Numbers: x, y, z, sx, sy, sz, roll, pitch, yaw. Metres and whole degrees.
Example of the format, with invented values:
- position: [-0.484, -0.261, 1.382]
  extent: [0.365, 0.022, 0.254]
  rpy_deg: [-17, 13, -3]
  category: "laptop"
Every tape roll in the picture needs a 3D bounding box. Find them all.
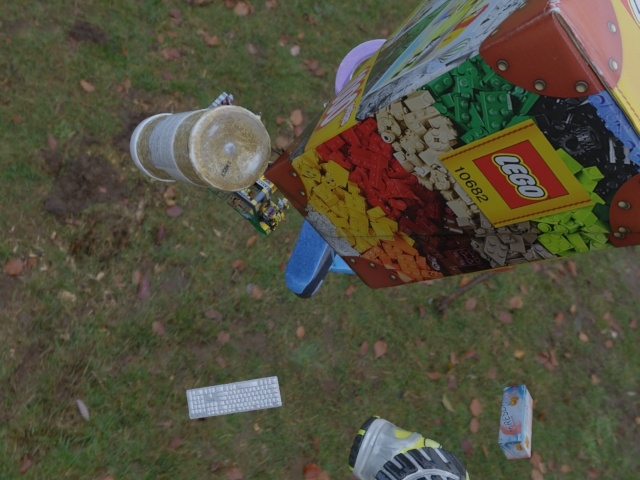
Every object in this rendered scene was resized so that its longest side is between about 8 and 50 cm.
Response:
- position: [0.126, -0.336, 1.302]
  extent: [0.189, 0.189, 0.080]
  rpy_deg: [36, 13, -6]
  category: "tape roll"

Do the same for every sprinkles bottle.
- position: [-0.206, -0.147, 0.957]
  extent: [0.121, 0.355, 0.121]
  rpy_deg: [-5, 100, -29]
  category: "sprinkles bottle"

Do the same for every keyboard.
- position: [-0.218, 0.390, 1.488]
  extent: [0.014, 0.256, 0.072]
  rpy_deg: [-3, 81, -72]
  category: "keyboard"

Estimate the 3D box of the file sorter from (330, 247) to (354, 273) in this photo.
- position: [0.109, -0.011, 1.082]
  extent: [0.171, 0.104, 0.118]
  rpy_deg: [5, 41, 20]
  category: "file sorter"

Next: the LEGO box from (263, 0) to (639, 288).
- position: [0.226, -0.204, 0.630]
  extent: [0.193, 0.373, 0.500]
  rpy_deg: [47, 59, -16]
  category: "LEGO box"

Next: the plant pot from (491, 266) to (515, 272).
- position: [0.486, -0.031, 1.537]
  extent: [0.191, 0.174, 0.191]
  rpy_deg: [12, 62, -23]
  category: "plant pot"

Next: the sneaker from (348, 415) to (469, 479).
- position: [0.198, 0.444, 1.096]
  extent: [0.385, 0.147, 0.145]
  rpy_deg: [39, 71, -46]
  category: "sneaker"

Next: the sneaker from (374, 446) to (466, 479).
- position: [0.079, 0.318, 0.700]
  extent: [0.209, 0.094, 0.081]
  rpy_deg: [-29, 60, -16]
  category: "sneaker"

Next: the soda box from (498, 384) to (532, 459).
- position: [0.483, 0.445, 1.479]
  extent: [0.063, 0.058, 0.183]
  rpy_deg: [59, 33, -22]
  category: "soda box"

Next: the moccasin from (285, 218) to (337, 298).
- position: [0.000, 0.000, 1.638]
  extent: [0.138, 0.116, 0.342]
  rpy_deg: [24, 70, 24]
  category: "moccasin"

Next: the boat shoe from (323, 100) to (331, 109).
- position: [0.039, -0.310, 1.451]
  extent: [0.219, 0.078, 0.070]
  rpy_deg: [-41, 127, -7]
  category: "boat shoe"

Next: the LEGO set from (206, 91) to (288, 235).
- position: [-0.171, -0.188, 1.414]
  extent: [0.331, 0.255, 0.192]
  rpy_deg: [37, 76, 19]
  category: "LEGO set"
